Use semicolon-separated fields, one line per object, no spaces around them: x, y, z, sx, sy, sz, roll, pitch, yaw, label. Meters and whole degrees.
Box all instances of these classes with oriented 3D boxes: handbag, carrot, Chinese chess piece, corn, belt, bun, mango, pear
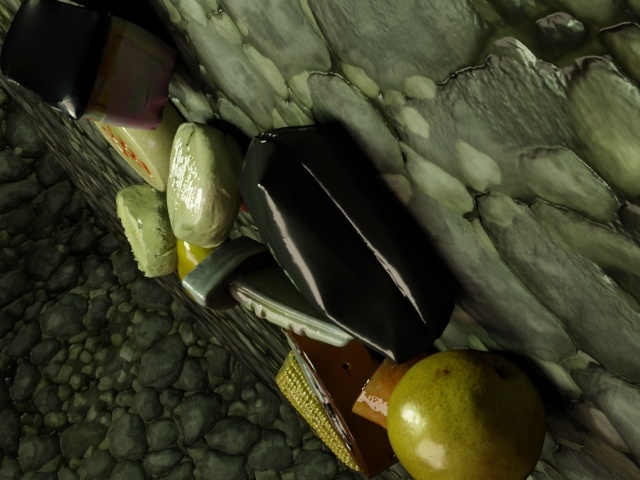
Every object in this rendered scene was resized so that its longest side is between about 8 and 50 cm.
0.000;0.000;1.061;0.342;0.152;0.288;53;168;-13;handbag
0.184;0.269;1.257;0.225;0.159;0.159;30;159;17;carrot
-0.350;-0.218;1.517;0.273;0.102;0.273;42;163;16;Chinese chess piece
0.026;0.460;2.080;0.387;0.144;0.144;42;163;13;corn
0.056;0.279;1.492;0.339;0.122;0.217;60;169;6;belt
-0.187;-0.094;1.305;0.237;0.116;0.210;-131;49;-60;bun
-0.275;0.080;1.959;0.195;0.142;0.332;39;162;9;mango
0.196;0.239;1.026;0.209;0.209;0.209;43;163;16;pear
-0.431;-0.034;2.037;0.259;0.152;0.259;50;154;37;bun

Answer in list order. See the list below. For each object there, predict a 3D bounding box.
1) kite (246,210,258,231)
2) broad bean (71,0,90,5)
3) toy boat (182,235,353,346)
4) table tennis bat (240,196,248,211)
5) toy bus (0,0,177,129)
0.010;0.035;1.257;0.309;0.015;0.169;31;159;12;kite
-0.433;-0.495;1.165;0.098;0.056;0.318;24;149;50;broad bean
-0.067;0.086;1.327;0.293;0.111;0.276;21;-161;3;toy boat
-0.064;-0.038;1.334;0.310;0.038;0.200;25;153;45;table tennis bat
-0.389;-0.290;1.280;0.162;0.171;0.386;19;-174;-42;toy bus
